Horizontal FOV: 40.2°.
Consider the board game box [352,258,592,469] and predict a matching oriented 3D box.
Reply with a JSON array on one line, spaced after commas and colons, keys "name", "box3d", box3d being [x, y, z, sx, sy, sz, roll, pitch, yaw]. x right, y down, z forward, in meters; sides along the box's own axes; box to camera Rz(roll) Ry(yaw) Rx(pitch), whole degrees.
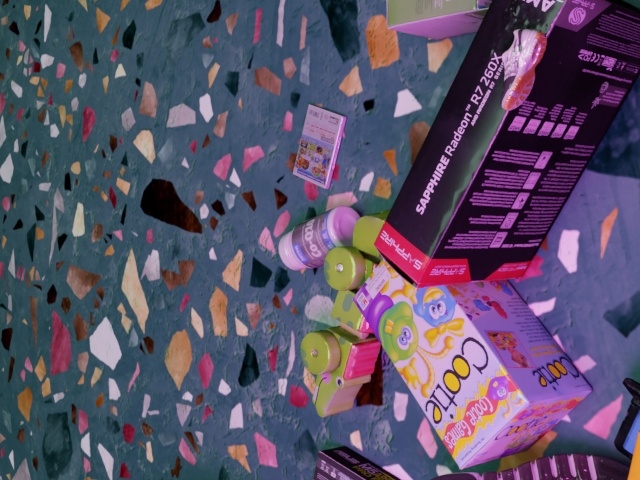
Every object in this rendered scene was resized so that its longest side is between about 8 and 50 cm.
[{"name": "board game box", "box3d": [0.190, 0.134, 1.143, 0.142, 0.144, 0.275, -55, 52, 32]}]

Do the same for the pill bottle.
[{"name": "pill bottle", "box3d": [0.000, 0.000, 1.395, 0.137, 0.078, 0.078, -23, 73, 44]}]

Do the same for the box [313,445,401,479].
[{"name": "box", "box3d": [0.085, 0.464, 1.314, 0.270, 0.060, 0.216, 20, 105, 46]}]

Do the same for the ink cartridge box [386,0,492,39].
[{"name": "ink cartridge box", "box3d": [0.200, -0.319, 1.161, 0.209, 0.109, 0.062, 2, 92, 47]}]

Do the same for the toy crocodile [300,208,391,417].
[{"name": "toy crocodile", "box3d": [0.060, 0.112, 1.303, 0.105, 0.115, 0.341, 29, 110, 42]}]

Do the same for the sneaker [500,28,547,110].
[{"name": "sneaker", "box3d": [0.199, -0.174, 0.889, 0.037, 0.032, 0.083, 30, 104, 37]}]

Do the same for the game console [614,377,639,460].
[{"name": "game console", "box3d": [0.388, 0.227, 0.987, 0.122, 0.107, 0.071, 34, 86, 41]}]

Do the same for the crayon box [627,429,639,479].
[{"name": "crayon box", "box3d": [0.366, 0.269, 0.827, 0.081, 0.318, 0.202, 19, 103, 45]}]

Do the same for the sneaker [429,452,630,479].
[{"name": "sneaker", "box3d": [0.269, 0.334, 1.096, 0.281, 0.162, 0.107, -4, 65, 13]}]

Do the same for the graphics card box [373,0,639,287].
[{"name": "graphics card box", "box3d": [0.234, -0.122, 1.034, 0.094, 0.232, 0.371, 44, 121, 36]}]

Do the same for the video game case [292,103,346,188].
[{"name": "video game case", "box3d": [-0.003, -0.156, 1.448, 0.087, 0.011, 0.122, 27, 109, 43]}]
